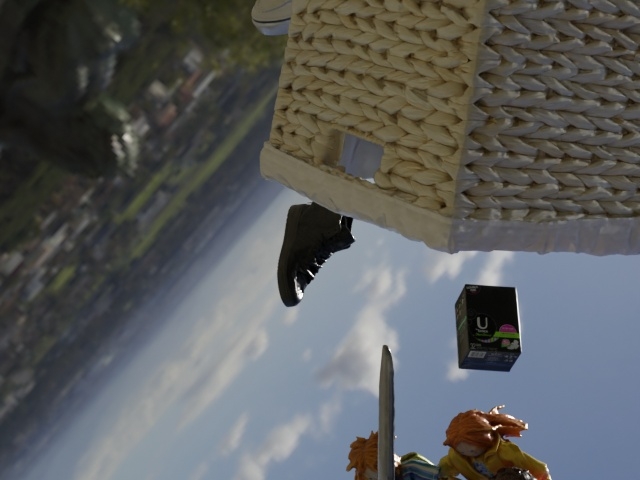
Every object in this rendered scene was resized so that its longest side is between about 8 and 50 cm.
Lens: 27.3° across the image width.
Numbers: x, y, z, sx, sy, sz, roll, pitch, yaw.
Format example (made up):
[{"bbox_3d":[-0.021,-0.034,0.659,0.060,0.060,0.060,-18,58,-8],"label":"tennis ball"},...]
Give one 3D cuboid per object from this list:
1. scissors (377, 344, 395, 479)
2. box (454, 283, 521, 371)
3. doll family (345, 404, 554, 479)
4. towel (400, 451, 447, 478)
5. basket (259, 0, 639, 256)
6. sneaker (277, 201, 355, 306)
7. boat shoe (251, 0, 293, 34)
[{"bbox_3d":[0.032,0.159,0.694,0.109,0.021,0.297,-89,175,-63],"label":"scissors"},{"bbox_3d":[0.186,0.097,1.472,0.052,0.062,0.083,107,-14,-58],"label":"box"},{"bbox_3d":[0.107,0.217,1.134,0.263,0.163,0.118,-23,-139,28],"label":"doll family"},{"bbox_3d":[0.121,0.274,1.275,0.102,0.237,0.021,-35,-141,20],"label":"towel"},{"bbox_3d":[0.169,-0.148,1.295,0.328,0.331,0.266,26,-70,53],"label":"basket"},{"bbox_3d":[0.001,0.001,1.636,0.051,0.089,0.170,58,33,-54],"label":"sneaker"},{"bbox_3d":[0.007,-0.367,1.790,0.267,0.088,0.096,-18,-134,29],"label":"boat shoe"}]
